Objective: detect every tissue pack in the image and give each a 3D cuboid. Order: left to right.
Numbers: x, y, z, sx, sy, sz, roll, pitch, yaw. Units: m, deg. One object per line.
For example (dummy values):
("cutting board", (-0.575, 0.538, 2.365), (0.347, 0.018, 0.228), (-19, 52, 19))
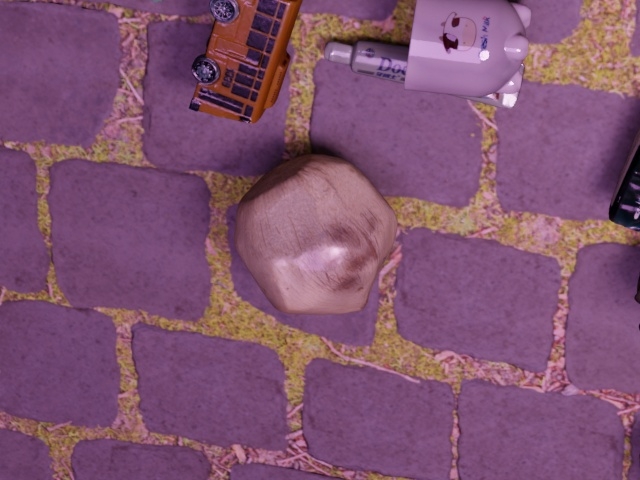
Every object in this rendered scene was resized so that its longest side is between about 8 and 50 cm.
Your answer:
("tissue pack", (0.431, -0.100, 1.988), (0.090, 0.103, 0.170), (22, 125, 8))

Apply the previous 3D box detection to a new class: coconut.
("coconut", (0.000, 0.000, 2.108), (0.224, 0.224, 0.224), (7, 124, 10))

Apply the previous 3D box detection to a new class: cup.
("cup", (0.183, -0.260, 1.948), (0.142, 0.173, 0.134), (7, 155, 3))

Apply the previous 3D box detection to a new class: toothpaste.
("toothpaste", (0.130, -0.221, 2.028), (0.255, 0.037, 0.067), (11, 116, 3))

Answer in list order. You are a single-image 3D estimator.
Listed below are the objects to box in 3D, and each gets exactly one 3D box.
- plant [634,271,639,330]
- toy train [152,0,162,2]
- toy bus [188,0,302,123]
("plant", (0.572, 0.092, 2.012), (0.312, 0.213, 0.215), (31, 123, -19))
("toy train", (-0.249, -0.363, 2.005), (0.172, 0.070, 0.099), (27, 155, -3))
("toy bus", (-0.092, -0.251, 2.027), (0.114, 0.098, 0.201), (21, 124, 1))
